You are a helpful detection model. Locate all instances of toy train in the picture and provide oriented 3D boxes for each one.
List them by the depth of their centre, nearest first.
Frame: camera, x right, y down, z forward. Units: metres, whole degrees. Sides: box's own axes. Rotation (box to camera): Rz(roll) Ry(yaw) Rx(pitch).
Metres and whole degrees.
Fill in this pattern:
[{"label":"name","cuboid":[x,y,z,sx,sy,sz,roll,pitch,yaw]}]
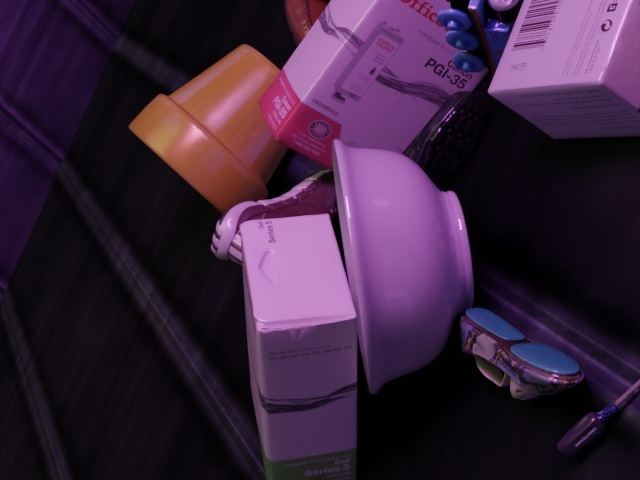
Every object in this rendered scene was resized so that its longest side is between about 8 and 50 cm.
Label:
[{"label":"toy train","cuboid":[0.209,-0.262,1.274,0.105,0.184,0.080,10,72,22]}]

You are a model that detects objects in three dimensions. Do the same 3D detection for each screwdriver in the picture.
[{"label":"screwdriver","cuboid":[0.287,0.147,0.980,0.170,0.024,0.025,-44,63,20]}]

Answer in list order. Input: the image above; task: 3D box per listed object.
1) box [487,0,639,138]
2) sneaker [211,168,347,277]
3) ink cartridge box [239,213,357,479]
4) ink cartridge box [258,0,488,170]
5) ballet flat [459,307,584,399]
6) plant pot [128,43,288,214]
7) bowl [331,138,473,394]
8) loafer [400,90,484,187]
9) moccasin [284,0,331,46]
[{"label":"box","cuboid":[0.306,-0.215,1.140,0.182,0.119,0.180,7,72,59]},{"label":"sneaker","cuboid":[0.000,0.000,1.427,0.162,0.281,0.106,36,132,28]},{"label":"ink cartridge box","cuboid":[-0.027,0.134,1.262,0.198,0.115,0.272,-105,11,-51]},{"label":"ink cartridge box","cuboid":[0.083,-0.229,1.425,0.283,0.207,0.117,-52,32,21]},{"label":"ballet flat","cuboid":[0.206,0.129,1.093,0.070,0.070,0.188,-61,27,5]},{"label":"plant pot","cuboid":[-0.152,-0.191,1.771,0.239,0.254,0.254,-48,29,-2]},{"label":"bowl","cuboid":[0.098,0.021,1.213,0.298,0.134,0.297,171,90,-89]},{"label":"loafer","cuboid":[0.133,-0.102,1.376,0.223,0.076,0.078,-59,36,16]},{"label":"moccasin","cuboid":[0.037,-0.436,1.718,0.147,0.139,0.380,-28,40,42]}]
